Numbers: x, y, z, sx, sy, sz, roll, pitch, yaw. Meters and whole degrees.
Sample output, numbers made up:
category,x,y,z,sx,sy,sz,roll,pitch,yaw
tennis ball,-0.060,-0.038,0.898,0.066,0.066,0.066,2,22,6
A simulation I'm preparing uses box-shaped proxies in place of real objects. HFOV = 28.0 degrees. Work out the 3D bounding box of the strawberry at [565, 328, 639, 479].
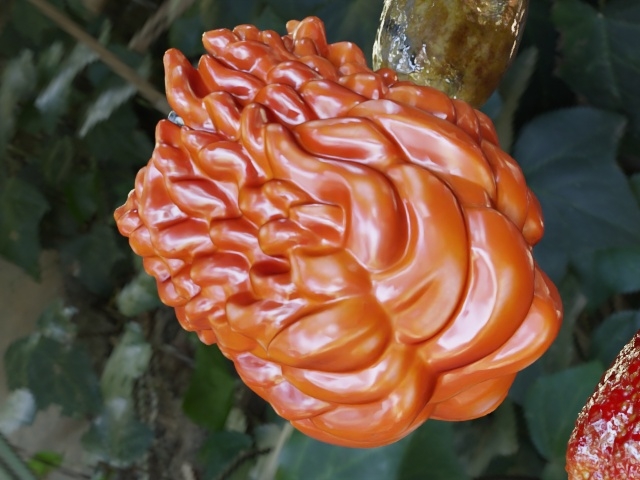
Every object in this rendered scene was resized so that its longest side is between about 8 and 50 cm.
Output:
category,x,y,z,sx,sy,sz,roll,pitch,yaw
strawberry,0.250,0.126,0.969,0.187,0.082,0.146,-43,26,10

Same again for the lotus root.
category,x,y,z,sx,sy,sz,roll,pitch,yaw
lotus root,0.159,-0.269,1.596,0.193,0.193,0.291,-13,43,49

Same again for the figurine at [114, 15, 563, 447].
category,x,y,z,sx,sy,sz,roll,pitch,yaw
figurine,0.001,0.006,0.918,0.241,0.306,0.412,-30,-5,-10
